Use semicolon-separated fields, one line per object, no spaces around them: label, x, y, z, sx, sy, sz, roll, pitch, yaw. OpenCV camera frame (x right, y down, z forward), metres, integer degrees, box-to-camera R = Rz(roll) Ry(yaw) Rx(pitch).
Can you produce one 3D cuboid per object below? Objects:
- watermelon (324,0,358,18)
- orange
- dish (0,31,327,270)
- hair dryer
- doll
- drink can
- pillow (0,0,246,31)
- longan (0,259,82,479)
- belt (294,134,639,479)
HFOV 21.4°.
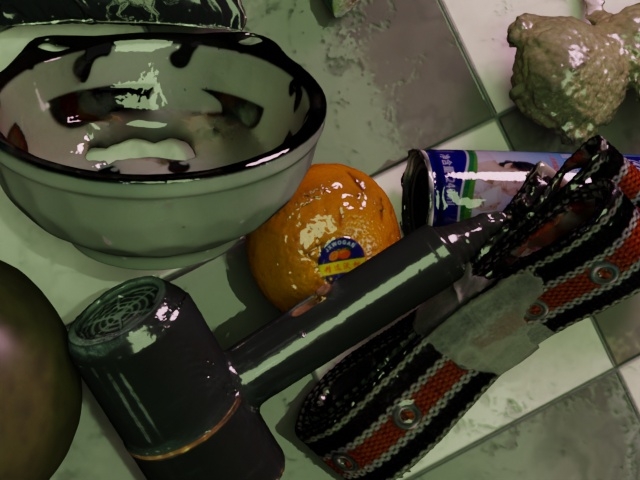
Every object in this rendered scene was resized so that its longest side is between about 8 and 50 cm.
watermelon;0.036;-0.283;1.463;0.094;0.081;0.180;26;98;-25
orange;0.002;0.000;1.412;0.135;0.117;0.136;-3;108;-11
dish;-0.133;-0.063;1.344;0.303;0.303;0.120;-6;119;-12
hair dryer;-0.010;0.054;1.323;0.352;0.107;0.189;-33;116;-9
doll;0.297;-0.181;1.507;0.202;0.091;0.286;43;70;1
drink can;0.192;-0.031;1.465;0.235;0.097;0.097;2;86;-13
pillow;-0.169;-0.240;1.422;0.208;0.055;0.141;-2;76;-12
longan;-0.306;0.108;1.294;0.248;0.248;0.248;1;87;-12
belt;0.128;0.069;1.381;0.094;0.126;0.359;38;107;-26
